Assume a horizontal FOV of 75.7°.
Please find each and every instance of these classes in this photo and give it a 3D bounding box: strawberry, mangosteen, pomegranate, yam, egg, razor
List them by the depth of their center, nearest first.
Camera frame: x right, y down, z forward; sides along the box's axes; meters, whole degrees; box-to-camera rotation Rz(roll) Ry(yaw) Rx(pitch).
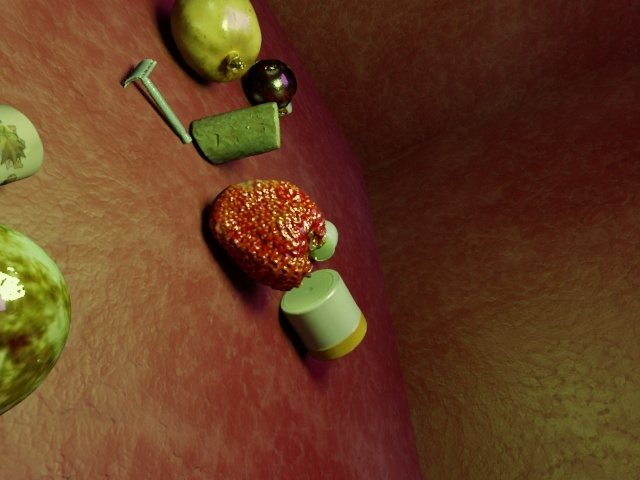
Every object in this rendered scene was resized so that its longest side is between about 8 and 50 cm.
[{"bbox_3d":[-0.417,0.093,0.417,0.289,0.238,0.239,-24,94,-52],"label":"egg"},{"bbox_3d":[-0.433,-0.365,1.135,0.106,0.068,0.232,-89,159,-45],"label":"razor"},{"bbox_3d":[-0.163,-0.034,1.231,0.351,0.267,0.312,30,69,-18],"label":"strawberry"},{"bbox_3d":[-0.254,-0.340,1.311,0.161,0.267,0.161,-14,90,-86],"label":"yam"},{"bbox_3d":[-0.336,-0.673,1.354,0.319,0.318,0.319,55,24,-38],"label":"pomegranate"},{"bbox_3d":[-0.217,-0.665,1.828,0.266,0.227,0.228,94,-9,-56],"label":"mangosteen"}]

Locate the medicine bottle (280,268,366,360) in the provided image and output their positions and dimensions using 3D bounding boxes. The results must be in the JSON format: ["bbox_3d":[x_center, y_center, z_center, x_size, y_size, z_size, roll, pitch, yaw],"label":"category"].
[{"bbox_3d":[0.011,0.257,1.443,0.232,0.237,0.238,60,21,-21],"label":"medicine bottle"}]

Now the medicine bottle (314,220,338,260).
[{"bbox_3d":[0.000,0.000,1.818,0.147,0.147,0.143,62,22,-21],"label":"medicine bottle"}]

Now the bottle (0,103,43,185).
[{"bbox_3d":[-0.511,-0.108,0.541,0.121,0.120,0.253,64,21,-17],"label":"bottle"}]

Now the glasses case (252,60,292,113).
[{"bbox_3d":[-0.234,-0.753,2.047,0.327,0.076,0.125,36,40,-58],"label":"glasses case"}]
